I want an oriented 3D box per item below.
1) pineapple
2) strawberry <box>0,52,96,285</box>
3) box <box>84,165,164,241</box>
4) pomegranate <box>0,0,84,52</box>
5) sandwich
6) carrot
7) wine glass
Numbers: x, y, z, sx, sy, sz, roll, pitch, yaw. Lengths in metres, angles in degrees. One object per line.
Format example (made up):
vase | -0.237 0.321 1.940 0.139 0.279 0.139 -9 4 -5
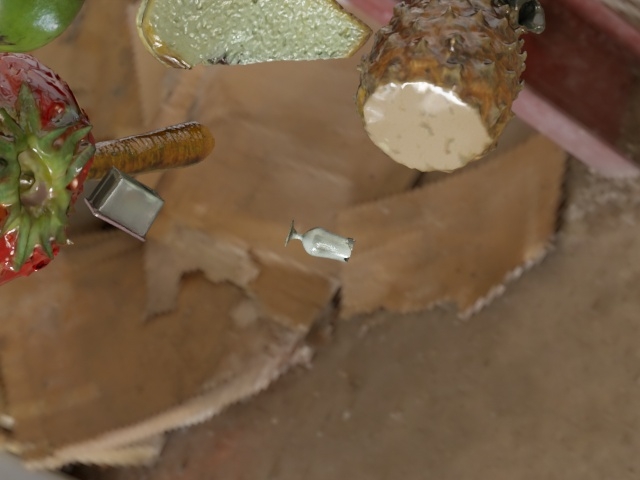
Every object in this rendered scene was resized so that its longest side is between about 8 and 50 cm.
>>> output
pineapple | 0.127 -0.196 1.502 0.170 0.141 0.310 116 178 -49
strawberry | -0.375 -0.079 1.705 0.277 0.257 0.257 22 82 36
box | -0.253 -0.049 2.162 0.063 0.084 0.060 -56 28 7
pomegranate | -0.255 -0.202 1.198 0.191 0.152 0.131 -46 -24 -65
sandwich | -0.104 -0.312 2.414 0.254 0.288 0.099 -49 8 -3
carrot | -0.265 -0.112 2.275 0.066 0.314 0.066 11 108 36
wine glass | 0.000 0.000 1.996 0.042 0.083 0.039 -74 -1 -71
